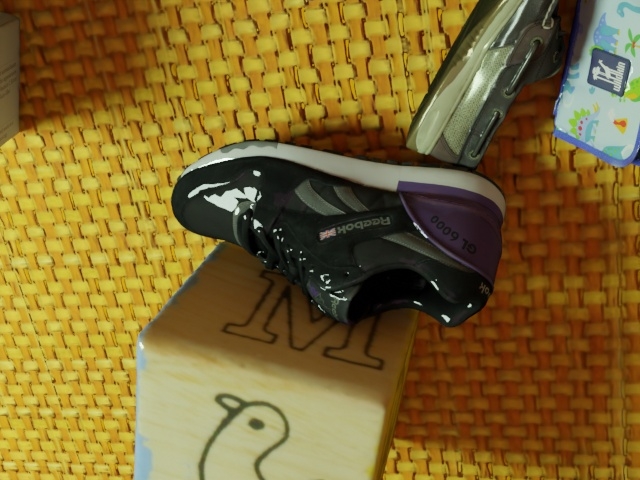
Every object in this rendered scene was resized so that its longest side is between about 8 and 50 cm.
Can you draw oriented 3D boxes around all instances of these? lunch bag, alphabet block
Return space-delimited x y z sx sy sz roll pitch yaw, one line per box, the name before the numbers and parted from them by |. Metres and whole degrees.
lunch bag | 0.247 -0.118 0.571 0.151 0.096 0.128 18 121 26
alphabet block | -0.031 0.135 0.706 0.197 0.193 0.192 12 118 10

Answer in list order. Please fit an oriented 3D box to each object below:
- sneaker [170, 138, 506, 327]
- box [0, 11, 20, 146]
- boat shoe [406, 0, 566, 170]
sneaker | 0.000 0.000 0.653 0.283 0.124 0.107 5 145 16
box | -0.371 -0.130 0.673 0.182 0.181 0.119 11 117 0
boat shoe | 0.143 -0.145 0.596 0.073 0.080 0.223 27 126 -7
